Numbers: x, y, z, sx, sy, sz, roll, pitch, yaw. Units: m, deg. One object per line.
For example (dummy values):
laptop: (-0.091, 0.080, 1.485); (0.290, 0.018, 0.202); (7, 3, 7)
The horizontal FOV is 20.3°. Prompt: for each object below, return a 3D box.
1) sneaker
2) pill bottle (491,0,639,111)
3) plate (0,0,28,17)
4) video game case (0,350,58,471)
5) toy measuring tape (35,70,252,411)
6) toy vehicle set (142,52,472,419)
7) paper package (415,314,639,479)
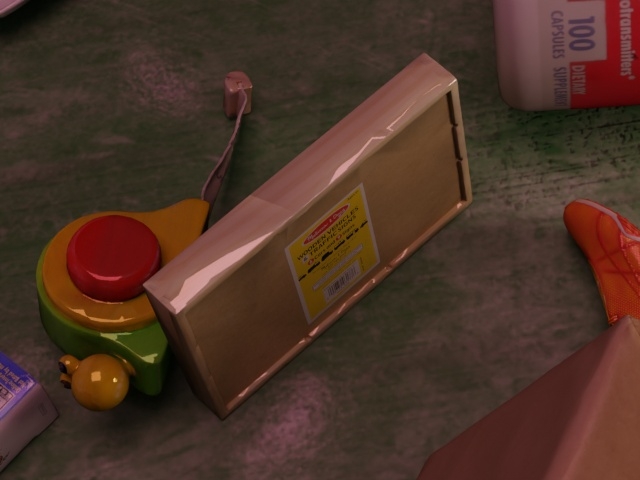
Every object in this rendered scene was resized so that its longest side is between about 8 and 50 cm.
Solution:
sneaker: (0.224, 0.037, 1.301); (0.067, 0.064, 0.175); (-35, 56, -1)
pill bottle: (0.333, -0.221, 1.342); (0.407, 0.229, 0.229); (-4, 58, 8)
plate: (-0.252, -0.339, 1.620); (0.277, 0.045, 0.278); (-35, 59, -13)
video game case: (-0.378, 0.133, 1.339); (0.269, 0.061, 0.244); (33, 70, 25)
toy measuring tape: (-0.141, -0.012, 1.365); (0.121, 0.121, 0.330); (6, 52, 13)
toy vehicle set: (0.000, 0.000, 1.297); (0.267, 0.166, 0.035); (-40, 61, -16)
paper package: (0.123, 0.242, 1.020); (0.168, 0.325, 0.309); (30, 64, -4)
